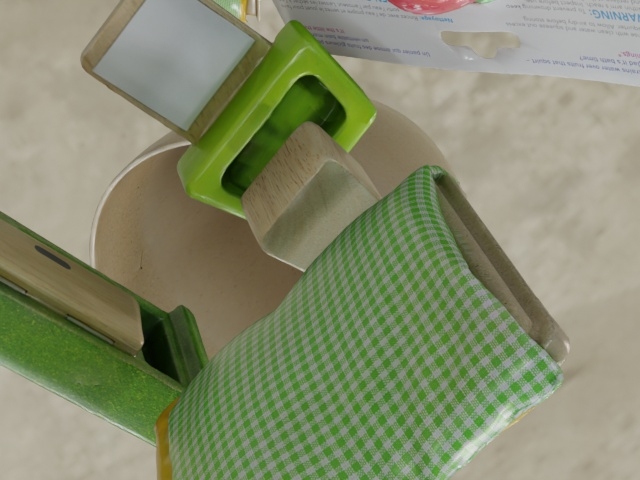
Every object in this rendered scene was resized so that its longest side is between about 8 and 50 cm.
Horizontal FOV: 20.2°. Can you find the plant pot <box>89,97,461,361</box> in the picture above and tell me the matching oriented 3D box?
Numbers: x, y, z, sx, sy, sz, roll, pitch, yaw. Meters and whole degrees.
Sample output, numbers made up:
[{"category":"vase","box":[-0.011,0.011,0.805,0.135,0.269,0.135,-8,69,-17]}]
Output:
[{"category":"plant pot","box":[0.000,0.000,1.322,0.191,0.284,0.284,-54,166,-48]}]

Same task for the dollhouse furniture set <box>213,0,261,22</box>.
[{"category":"dollhouse furniture set","box":[-0.096,-0.245,1.682,0.076,0.059,0.152,11,145,6]}]

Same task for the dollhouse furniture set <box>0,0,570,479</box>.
[{"category":"dollhouse furniture set","box":[-0.056,0.015,0.733,0.151,0.301,0.197,34,103,-25]}]

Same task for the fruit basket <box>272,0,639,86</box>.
[{"category":"fruit basket","box":[0.049,-0.243,1.052,0.165,0.327,0.353,-55,134,-26]}]
